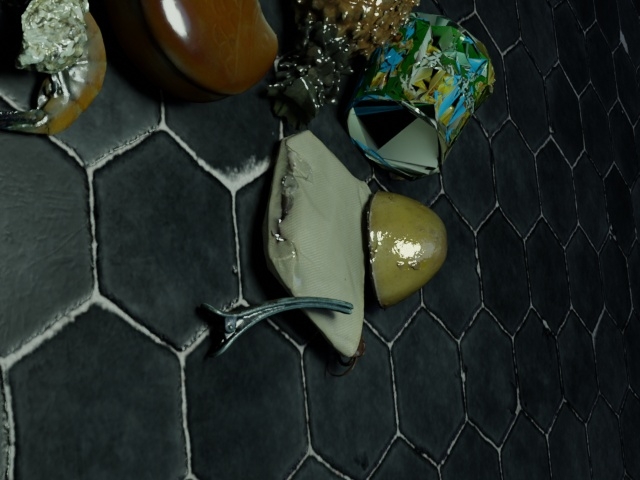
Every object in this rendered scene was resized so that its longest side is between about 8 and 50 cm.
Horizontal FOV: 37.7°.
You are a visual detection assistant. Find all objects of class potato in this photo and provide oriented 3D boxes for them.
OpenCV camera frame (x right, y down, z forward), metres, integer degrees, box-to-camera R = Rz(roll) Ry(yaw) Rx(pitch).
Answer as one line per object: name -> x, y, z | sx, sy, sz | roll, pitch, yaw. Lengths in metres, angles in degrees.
potato -> 0.148, 0.010, 1.516 | 0.202, 0.117, 0.182 | -68, 151, -59

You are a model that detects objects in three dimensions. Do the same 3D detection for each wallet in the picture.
wallet -> 0.003, 0.000, 1.402 | 0.275, 0.068, 0.335 | 50, 38, -42

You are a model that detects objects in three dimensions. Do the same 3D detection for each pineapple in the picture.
pineapple -> 0.023, -0.335, 1.432 | 0.202, 0.202, 0.362 | 44, 66, -41

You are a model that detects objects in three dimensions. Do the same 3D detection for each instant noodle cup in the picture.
instant noodle cup -> 0.153, -0.232, 1.549 | 0.240, 0.240, 0.178 | 51, 53, -36

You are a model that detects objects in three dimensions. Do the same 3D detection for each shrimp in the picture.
shrimp -> -0.329, -0.223, 0.978 | 0.262, 0.051, 0.198 | 52, 43, -39

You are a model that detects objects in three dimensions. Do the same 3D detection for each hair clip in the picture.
hair clip -> -0.050, 0.097, 1.244 | 0.229, 0.039, 0.070 | -11, 90, -32

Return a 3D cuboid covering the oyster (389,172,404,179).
oyster -> 0.148, -0.138, 1.671 | 0.093, 0.034, 0.051 | -45, 126, -55

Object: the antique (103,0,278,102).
antique -> -0.169, -0.292, 1.157 | 0.278, 0.129, 0.224 | 41, 50, -43

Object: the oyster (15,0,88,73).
oyster -> -0.278, -0.225, 0.984 | 0.098, 0.037, 0.100 | -1, 92, -56
